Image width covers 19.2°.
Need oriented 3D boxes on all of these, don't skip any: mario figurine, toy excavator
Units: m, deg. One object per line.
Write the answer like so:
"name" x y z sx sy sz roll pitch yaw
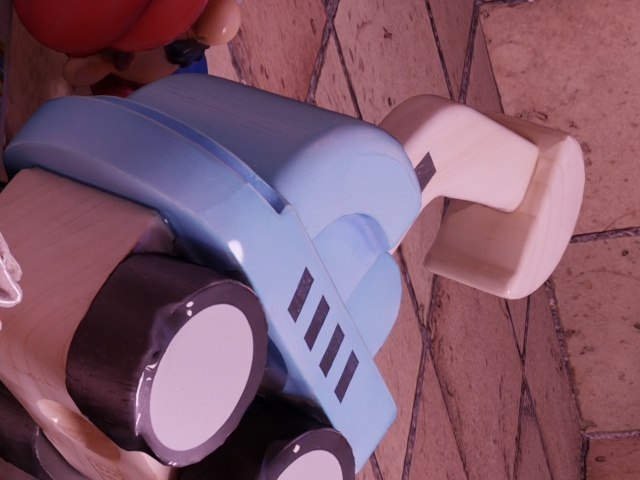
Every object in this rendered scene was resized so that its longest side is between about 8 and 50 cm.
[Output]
"mario figurine" -0.098 -0.117 1.314 0.198 0.170 0.320 58 -9 24
"toy excavator" 0.000 0.000 1.202 0.445 0.222 0.433 -53 142 -21

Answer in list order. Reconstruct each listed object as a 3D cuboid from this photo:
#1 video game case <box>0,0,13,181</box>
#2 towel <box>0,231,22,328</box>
"video game case" -0.246 -0.143 1.138 0.227 0.026 0.206 52 34 -63
"towel" -0.231 -0.079 0.794 0.049 0.282 0.187 -40 137 -19
